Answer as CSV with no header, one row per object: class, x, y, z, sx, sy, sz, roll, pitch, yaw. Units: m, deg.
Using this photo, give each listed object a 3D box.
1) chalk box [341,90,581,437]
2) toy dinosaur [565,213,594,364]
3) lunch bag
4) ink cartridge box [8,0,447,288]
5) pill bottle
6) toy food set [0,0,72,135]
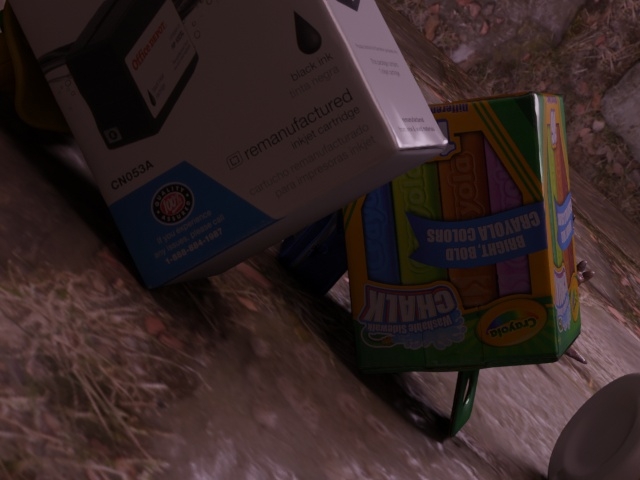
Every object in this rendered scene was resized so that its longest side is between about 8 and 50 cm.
chalk box,0.128,0.022,1.308,0.180,0.179,0.289,-22,106,-73
toy dinosaur,0.213,0.018,1.765,0.200,0.127,0.296,-1,73,-53
lunch bag,0.000,0.000,1.369,0.065,0.067,0.098,41,16,-6
ink cartridge box,-0.082,-0.151,1.106,0.307,0.223,0.129,64,21,6
pill bottle,0.359,0.260,1.406,0.272,0.152,0.152,39,15,-14
toy food set,-0.212,-0.131,1.211,0.218,0.071,0.128,-4,72,-68
